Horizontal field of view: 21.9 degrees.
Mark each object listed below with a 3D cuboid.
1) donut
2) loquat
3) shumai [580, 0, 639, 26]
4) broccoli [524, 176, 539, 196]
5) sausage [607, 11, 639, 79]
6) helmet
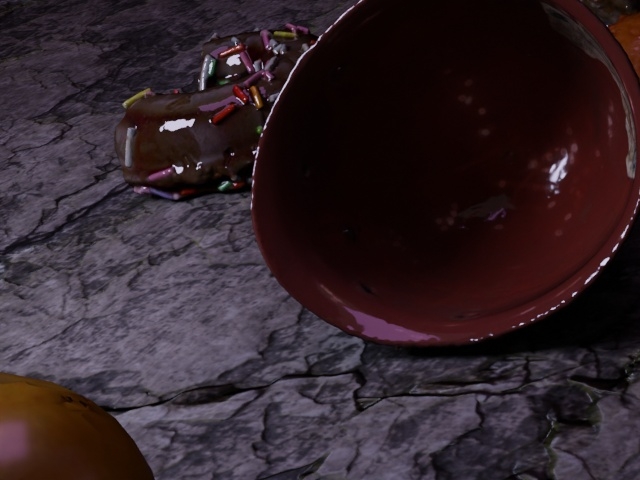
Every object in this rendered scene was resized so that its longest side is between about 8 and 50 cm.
[{"bbox_3d":[-0.089,-0.173,2.106,0.259,0.136,0.345,-4,27,30],"label":"donut"},{"bbox_3d":[-0.231,0.212,1.198,0.235,0.235,0.235,-12,23,5],"label":"loquat"},{"bbox_3d":[0.324,-0.230,2.001,0.185,0.218,0.184,-51,51,13],"label":"shumai"},{"bbox_3d":[0.239,-0.059,1.709,0.095,0.092,0.097,-11,2,-22],"label":"broccoli"},{"bbox_3d":[0.424,-0.184,1.799,0.268,0.153,0.141,-7,48,17],"label":"sausage"},{"bbox_3d":[0.147,-0.076,1.584,0.385,0.338,0.230,-35,-9,21],"label":"helmet"}]
